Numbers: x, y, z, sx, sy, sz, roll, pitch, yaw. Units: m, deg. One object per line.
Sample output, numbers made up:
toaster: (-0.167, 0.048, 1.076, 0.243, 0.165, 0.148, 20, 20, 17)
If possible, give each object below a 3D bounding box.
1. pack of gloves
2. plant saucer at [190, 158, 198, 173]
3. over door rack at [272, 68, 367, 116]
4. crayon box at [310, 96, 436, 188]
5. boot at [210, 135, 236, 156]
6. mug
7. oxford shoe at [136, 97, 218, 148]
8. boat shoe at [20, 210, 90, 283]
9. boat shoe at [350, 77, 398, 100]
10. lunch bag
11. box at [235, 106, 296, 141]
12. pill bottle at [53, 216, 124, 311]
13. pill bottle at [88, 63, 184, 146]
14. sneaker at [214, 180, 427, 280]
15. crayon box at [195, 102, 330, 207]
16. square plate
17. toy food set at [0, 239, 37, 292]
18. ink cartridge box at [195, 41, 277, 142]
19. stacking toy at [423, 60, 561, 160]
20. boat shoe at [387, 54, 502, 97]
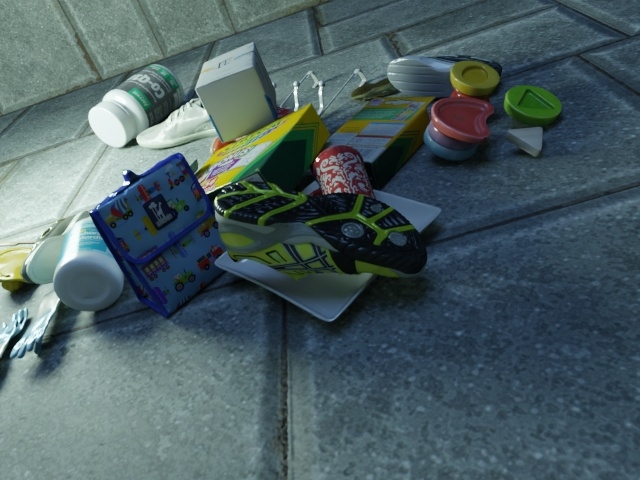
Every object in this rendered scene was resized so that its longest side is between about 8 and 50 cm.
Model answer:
pack of gloves: (-0.664, 0.215, 1.245, 0.195, 0.046, 0.232, -28, 29, 11)
plant saucer: (-0.357, -0.163, 1.448, 0.119, 0.021, 0.119, -44, 14, 14)
over door rack: (-0.039, -0.503, 1.851, 0.240, 0.108, 0.324, 13, 46, 39)
crayon box: (0.144, -0.259, 1.420, 0.203, 0.083, 0.323, 11, 46, 40)
boot: (-0.282, -0.313, 1.761, 0.085, 0.059, 0.158, 11, 44, 33)
mug: (0.047, -0.090, 1.135, 0.113, 0.150, 0.169, 11, 35, -22)
oxford shoe: (-0.463, -0.430, 1.964, 0.450, 0.130, 0.169, -9, 37, 20)
boat shoe: (-0.702, 0.023, 1.468, 0.091, 0.109, 0.305, -12, 28, 15)
boat shoe: (0.171, -0.471, 1.754, 0.153, 0.048, 0.056, -15, 45, 21)
lunch bag: (-0.333, -0.027, 1.160, 0.221, 0.293, 0.138, -41, 38, -27)
box: (-0.148, -0.311, 1.619, 0.128, 0.122, 0.257, -36, 36, -19)
pill bottle: (-0.539, 0.039, 1.314, 0.146, 0.146, 0.264, -23, 33, -3)
pill bottle: (-0.722, -0.531, 2.182, 0.204, 0.204, 0.361, 1, 40, 31)
sneaker: (0.000, 0.000, 0.999, 0.385, 0.147, 0.145, 15, 42, 12)
crayon box: (-0.188, -0.165, 1.371, 0.363, 0.106, 0.313, -17, 31, 36)
square plate: (0.014, 0.005, 1.129, 0.344, 0.049, 0.347, 21, 52, 40)
toy food set: (-0.823, 0.078, 1.500, 0.128, 0.071, 0.218, -6, 30, -22)
ink cartridge box: (-0.228, -0.417, 1.546, 0.168, 0.171, 0.232, -19, 34, 8)
stacking toy: (0.404, -0.277, 1.329, 0.280, 0.130, 0.309, 24, 52, 14)
boat shoe: (0.360, -0.478, 1.607, 0.335, 0.121, 0.119, 19, 42, 31)
